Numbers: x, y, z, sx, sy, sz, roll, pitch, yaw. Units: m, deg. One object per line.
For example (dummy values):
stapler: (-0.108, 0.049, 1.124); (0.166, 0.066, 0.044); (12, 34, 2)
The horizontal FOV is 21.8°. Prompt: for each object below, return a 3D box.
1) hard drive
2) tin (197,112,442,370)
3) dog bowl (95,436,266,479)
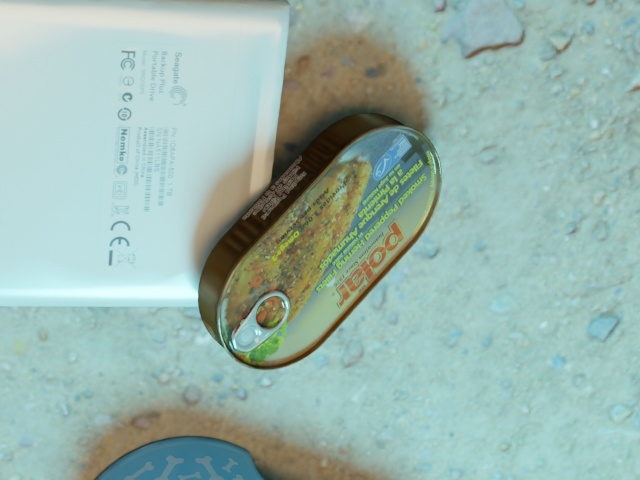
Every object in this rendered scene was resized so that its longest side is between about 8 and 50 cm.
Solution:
hard drive: (-0.188, -0.058, 1.028); (0.319, 0.040, 0.210); (1, 115, -15)
tin: (0.000, 0.000, 1.075); (0.189, 0.040, 0.106); (-47, 130, -7)
dog bowl: (-0.036, 0.252, 1.198); (0.297, 0.074, 0.166); (23, 108, -22)
